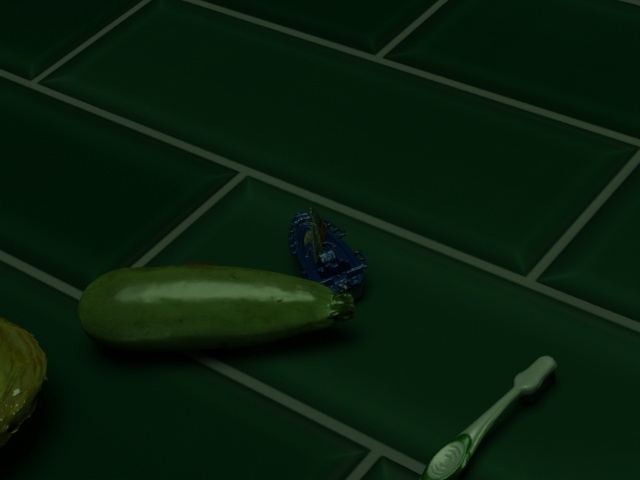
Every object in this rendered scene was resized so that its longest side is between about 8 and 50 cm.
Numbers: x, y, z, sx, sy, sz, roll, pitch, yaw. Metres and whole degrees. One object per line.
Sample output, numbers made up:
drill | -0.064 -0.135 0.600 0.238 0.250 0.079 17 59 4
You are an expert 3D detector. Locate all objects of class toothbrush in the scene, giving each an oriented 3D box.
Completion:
toothbrush | 0.139 0.267 1.587 0.042 0.040 0.418 30 55 35

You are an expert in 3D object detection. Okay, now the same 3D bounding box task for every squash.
squash | -0.136 0.086 1.798 0.370 0.118 0.118 -3 41 7

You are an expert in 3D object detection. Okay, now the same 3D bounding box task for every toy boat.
toy boat | 0.000 0.000 1.868 0.091 0.110 0.175 -21 40 -12

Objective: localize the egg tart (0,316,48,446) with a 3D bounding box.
egg tart | -0.484 0.210 1.728 0.294 0.123 0.294 -5 37 4

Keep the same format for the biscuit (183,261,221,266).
biscuit | -0.177 0.055 1.915 0.091 0.015 0.078 -16 41 -7
